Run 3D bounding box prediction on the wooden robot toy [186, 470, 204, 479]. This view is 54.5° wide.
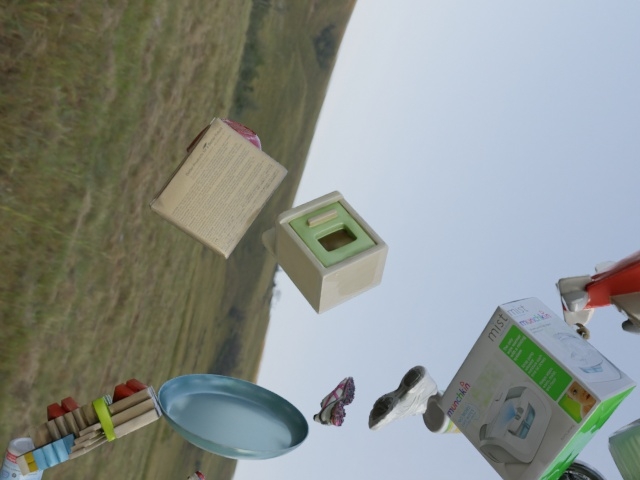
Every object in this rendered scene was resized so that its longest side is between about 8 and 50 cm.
[{"bbox_3d":[-0.244,0.505,1.214,0.076,0.079,0.173,-37,166,-22],"label":"wooden robot toy"}]

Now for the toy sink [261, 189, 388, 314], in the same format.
[{"bbox_3d":[0.000,0.000,1.232,0.234,0.153,0.131,51,-28,33],"label":"toy sink"}]

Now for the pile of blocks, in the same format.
[{"bbox_3d":[-0.487,0.365,1.242,0.112,0.362,0.149,65,11,5],"label":"pile of blocks"}]

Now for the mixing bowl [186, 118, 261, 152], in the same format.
[{"bbox_3d":[-0.206,-0.219,1.441,0.098,0.182,0.181,-63,-164,17],"label":"mixing bowl"}]

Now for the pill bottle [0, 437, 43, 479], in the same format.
[{"bbox_3d":[-0.660,0.523,1.362,0.087,0.087,0.160,-165,-89,-76],"label":"pill bottle"}]

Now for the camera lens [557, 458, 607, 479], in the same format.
[{"bbox_3d":[0.584,0.647,1.520,0.274,0.220,0.219,70,30,-69],"label":"camera lens"}]

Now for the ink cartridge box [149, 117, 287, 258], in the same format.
[{"bbox_3d":[-0.216,-0.108,1.321,0.234,0.193,0.088,-56,-167,-10],"label":"ink cartridge box"}]

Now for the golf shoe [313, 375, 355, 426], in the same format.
[{"bbox_3d":[0.041,0.439,1.727,0.186,0.086,0.067,-49,131,-56],"label":"golf shoe"}]

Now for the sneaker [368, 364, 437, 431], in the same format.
[{"bbox_3d":[0.237,0.463,1.731,0.232,0.115,0.090,-42,-160,5],"label":"sneaker"}]

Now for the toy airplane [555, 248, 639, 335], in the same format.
[{"bbox_3d":[0.824,0.143,1.636,0.386,0.272,0.384,-39,-172,-29],"label":"toy airplane"}]

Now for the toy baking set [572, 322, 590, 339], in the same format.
[{"bbox_3d":[0.583,0.278,1.539,0.196,0.030,0.256,-49,170,14],"label":"toy baking set"}]

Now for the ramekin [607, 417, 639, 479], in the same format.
[{"bbox_3d":[0.618,0.362,1.107,0.109,0.207,0.207,64,-35,23],"label":"ramekin"}]

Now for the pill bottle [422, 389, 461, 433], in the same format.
[{"bbox_3d":[0.467,0.557,2.024,0.136,0.246,0.136,-173,-90,-66],"label":"pill bottle"}]

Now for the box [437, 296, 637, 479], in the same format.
[{"bbox_3d":[0.373,0.274,1.110,0.231,0.127,0.262,48,-51,36],"label":"box"}]

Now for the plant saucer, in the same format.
[{"bbox_3d":[-0.180,0.363,1.276,0.317,0.318,0.043,-136,-117,-74],"label":"plant saucer"}]
